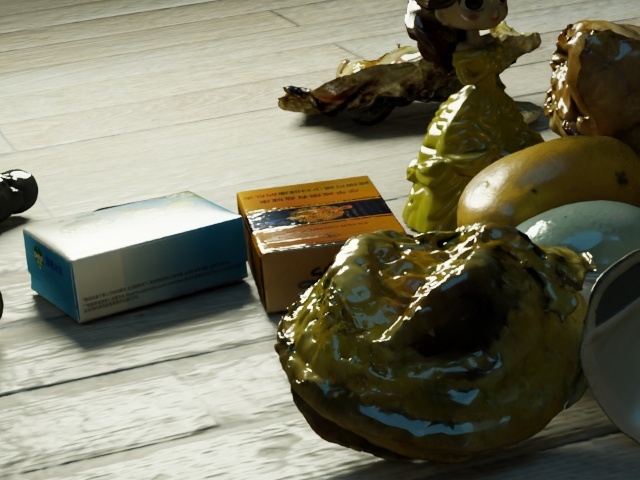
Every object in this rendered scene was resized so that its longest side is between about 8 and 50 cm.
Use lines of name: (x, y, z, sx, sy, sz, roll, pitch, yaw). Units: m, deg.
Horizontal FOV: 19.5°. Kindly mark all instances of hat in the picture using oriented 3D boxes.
hat: (0.332, 0.094, 1.526, 0.219, 0.164, 0.226, 38, 81, 25)

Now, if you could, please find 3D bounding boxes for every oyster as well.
oyster: (0.119, -0.219, 2.478, 0.361, 0.096, 0.221, -14, 16, 8)

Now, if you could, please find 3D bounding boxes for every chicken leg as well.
chicken leg: (0.384, -0.130, 2.005, 0.409, 0.182, 0.295, 31, 1, 37)

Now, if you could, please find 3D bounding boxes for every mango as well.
mango: (0.235, -0.050, 1.913, 0.157, 0.109, 0.262, -5, 4, 44)

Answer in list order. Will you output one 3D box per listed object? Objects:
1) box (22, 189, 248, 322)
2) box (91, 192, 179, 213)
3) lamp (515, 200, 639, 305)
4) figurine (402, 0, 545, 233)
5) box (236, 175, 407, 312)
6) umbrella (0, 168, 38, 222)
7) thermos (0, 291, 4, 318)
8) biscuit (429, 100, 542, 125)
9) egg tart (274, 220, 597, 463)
box: (-0.191, 0.014, 1.929, 0.194, 0.073, 0.139, -15, 21, -26)
box: (-0.199, -0.016, 2.105, 0.125, 0.027, 0.126, -11, 20, -7)
lamp: (0.238, 0.024, 1.722, 0.179, 0.108, 0.246, 5, 21, 41)
figurine: (0.166, -0.181, 2.028, 0.187, 0.315, 0.168, -10, 18, -11)
box: (0.000, -0.001, 1.929, 0.152, 0.070, 0.237, -7, 20, -7)
umbrella: (-0.461, -0.028, 2.090, 0.106, 0.113, 0.357, 35, 30, 22)
thermos: (-0.375, 0.090, 1.754, 0.083, 0.073, 0.188, 1, 20, 16)
biscuit: (0.214, -0.159, 2.417, 0.152, 0.020, 0.152, -7, 15, 2)
egg tart: (0.101, 0.057, 1.539, 0.297, 0.132, 0.297, -4, 34, 3)
